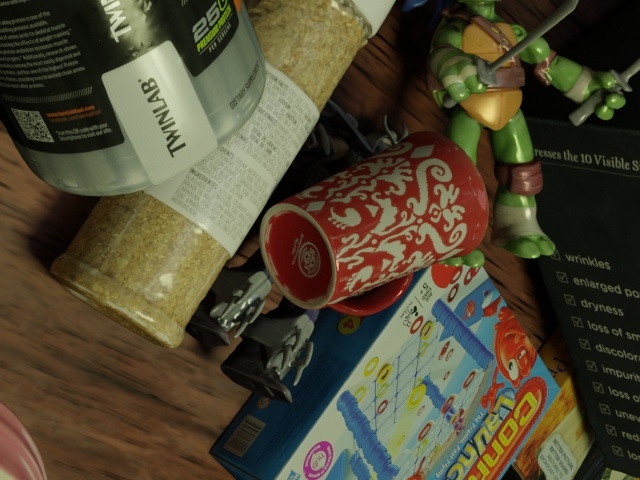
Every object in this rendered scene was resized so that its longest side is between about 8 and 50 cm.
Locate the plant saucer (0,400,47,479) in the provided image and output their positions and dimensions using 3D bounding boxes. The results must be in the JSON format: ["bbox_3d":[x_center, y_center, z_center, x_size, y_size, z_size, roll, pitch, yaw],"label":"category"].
[{"bbox_3d":[-0.329,0.260,1.147,0.332,0.084,0.332,-22,122,-40],"label":"plant saucer"}]

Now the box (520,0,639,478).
[{"bbox_3d":[0.481,0.024,1.528,0.297,0.480,0.472,-38,121,-27],"label":"box"}]

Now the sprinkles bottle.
[{"bbox_3d":[-0.073,-0.091,1.232,0.355,0.121,0.121,-59,138,-10],"label":"sprinkles bottle"}]

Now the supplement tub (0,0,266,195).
[{"bbox_3d":[-0.171,-0.202,1.029,0.193,0.193,0.316,-44,133,-24],"label":"supplement tub"}]

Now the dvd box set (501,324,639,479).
[{"bbox_3d":[0.375,0.165,1.852,0.420,0.062,0.307,-52,136,-17],"label":"dvd box set"}]

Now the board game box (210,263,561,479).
[{"bbox_3d":[0.078,0.176,1.531,0.308,0.086,0.302,-53,136,-16],"label":"board game box"}]

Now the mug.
[{"bbox_3d":[0.045,0.004,1.273,0.169,0.113,0.150,-23,112,-39],"label":"mug"}]

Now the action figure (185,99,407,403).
[{"bbox_3d":[0.000,0.000,1.368,0.285,0.099,0.185,-53,124,-22],"label":"action figure"}]

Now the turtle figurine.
[{"bbox_3d":[0.182,-0.108,1.351,0.198,0.274,0.266,-30,126,-63],"label":"turtle figurine"}]
